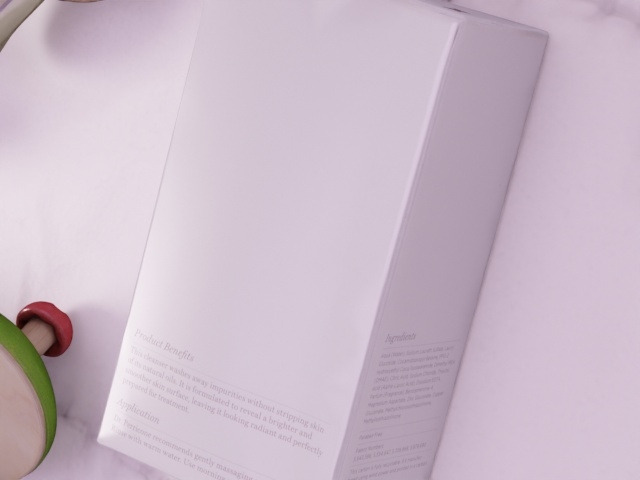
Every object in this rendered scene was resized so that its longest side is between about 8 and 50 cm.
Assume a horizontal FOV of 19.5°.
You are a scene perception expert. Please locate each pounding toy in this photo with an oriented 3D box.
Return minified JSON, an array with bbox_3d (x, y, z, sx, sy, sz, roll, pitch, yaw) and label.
[{"bbox_3d":[-0.279,0.121,1.575,0.183,0.110,0.237,21,130,19],"label":"pounding toy"}]

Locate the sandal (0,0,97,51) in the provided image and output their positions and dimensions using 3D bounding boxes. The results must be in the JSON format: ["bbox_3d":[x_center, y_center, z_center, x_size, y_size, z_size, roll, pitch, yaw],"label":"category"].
[{"bbox_3d":[-0.184,-0.225,1.510,0.086,0.120,0.303,44,116,-6],"label":"sandal"}]

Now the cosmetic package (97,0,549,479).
[{"bbox_3d":[0.000,0.000,1.359,0.217,0.156,0.385,22,100,29],"label":"cosmetic package"}]
